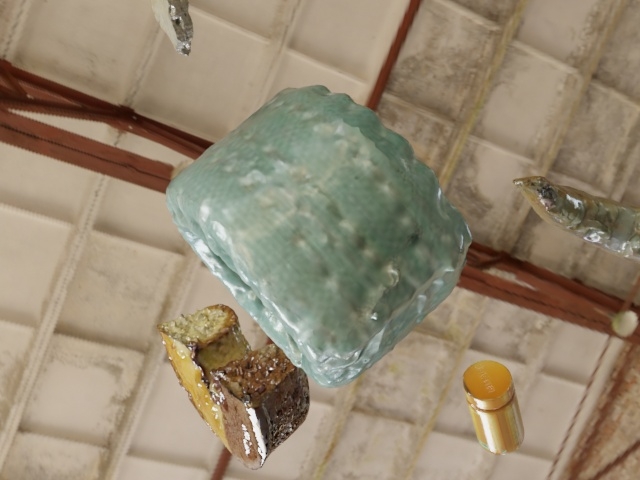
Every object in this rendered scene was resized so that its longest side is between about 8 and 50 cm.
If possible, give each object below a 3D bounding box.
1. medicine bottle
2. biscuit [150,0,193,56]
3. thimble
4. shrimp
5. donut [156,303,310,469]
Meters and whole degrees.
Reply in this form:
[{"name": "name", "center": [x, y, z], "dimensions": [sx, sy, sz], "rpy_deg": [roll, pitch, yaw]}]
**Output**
[{"name": "medicine bottle", "center": [0.337, 0.327, 1.704], "dimensions": [0.096, 0.096, 0.191], "rpy_deg": [-34, -48, -13]}, {"name": "biscuit", "center": [-0.245, -0.415, 1.301], "dimensions": [0.038, 0.141, 0.289], "rpy_deg": [-23, -53, -20]}, {"name": "thimble", "center": [0.000, 0.000, 0.633], "dimensions": [0.143, 0.235, 0.198], "rpy_deg": [-41, -61, -9]}, {"name": "shrimp", "center": [0.296, -0.015, 0.809], "dimensions": [0.287, 0.185, 0.068], "rpy_deg": [22, -91, -10]}, {"name": "donut", "center": [-0.082, 0.150, 0.923], "dimensions": [0.085, 0.217, 0.141], "rpy_deg": [-29, -56, -25]}]
